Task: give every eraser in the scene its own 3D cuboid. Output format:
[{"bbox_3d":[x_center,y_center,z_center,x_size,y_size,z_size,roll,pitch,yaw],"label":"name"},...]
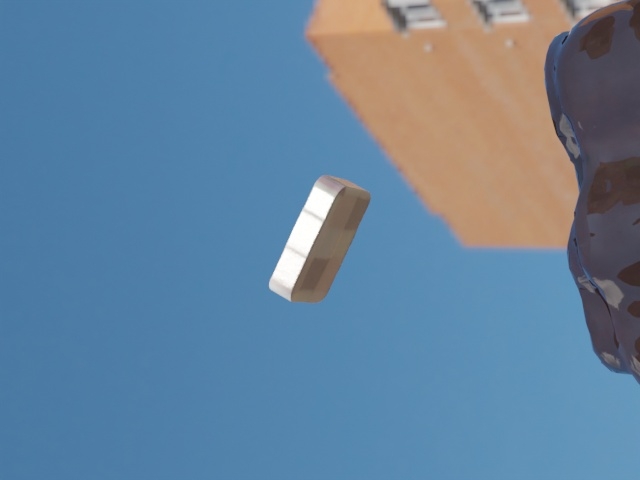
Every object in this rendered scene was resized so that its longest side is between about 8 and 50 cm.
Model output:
[{"bbox_3d":[0.000,0.000,1.431,0.065,0.026,0.105,10,-73,-61],"label":"eraser"}]

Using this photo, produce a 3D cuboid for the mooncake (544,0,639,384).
[{"bbox_3d":[0.289,-0.037,0.994,0.381,0.212,0.350,-22,-86,-51],"label":"mooncake"}]
